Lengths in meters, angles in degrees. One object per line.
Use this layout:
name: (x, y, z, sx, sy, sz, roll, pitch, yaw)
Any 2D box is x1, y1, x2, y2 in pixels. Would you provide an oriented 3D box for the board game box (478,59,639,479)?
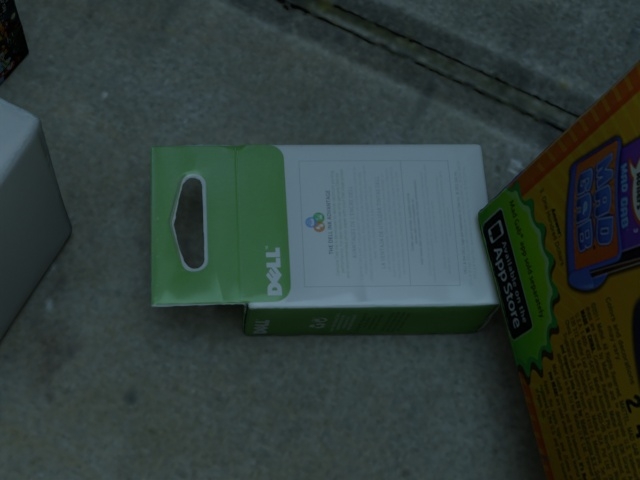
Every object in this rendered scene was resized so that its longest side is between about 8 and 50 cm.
board game box: (0.343, 0.065, 0.485, 0.356, 0.356, 0.356, -4, 69, -20)

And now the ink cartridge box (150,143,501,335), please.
ink cartridge box: (0.000, 0.000, 0.656, 0.209, 0.062, 0.109, 0, 69, -7)

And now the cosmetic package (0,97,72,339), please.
cosmetic package: (-0.345, 0.099, 0.524, 0.230, 0.161, 0.453, 26, 68, 3)

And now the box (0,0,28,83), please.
box: (-0.298, -0.201, 0.646, 0.233, 0.159, 0.044, 32, 69, 5)
